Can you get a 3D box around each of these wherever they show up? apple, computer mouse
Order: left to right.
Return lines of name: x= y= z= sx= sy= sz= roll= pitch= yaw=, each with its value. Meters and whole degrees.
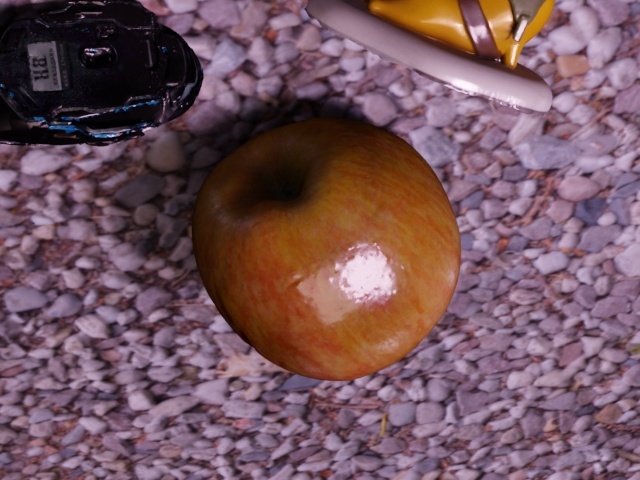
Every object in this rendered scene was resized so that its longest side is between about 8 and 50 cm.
computer mouse: x=-0.227 y=-0.145 z=1.729 sx=0.241 sy=0.146 sz=0.077 roll=-3 pitch=158 yaw=-16
apple: x=0.000 y=0.000 z=1.853 sx=0.264 sy=0.264 sz=0.264 roll=-7 pitch=139 yaw=-6

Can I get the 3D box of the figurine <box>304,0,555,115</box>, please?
figurine: x=0.126 y=-0.227 z=1.733 sx=0.250 sy=0.166 sz=0.141 roll=19 pitch=108 yaw=-14
